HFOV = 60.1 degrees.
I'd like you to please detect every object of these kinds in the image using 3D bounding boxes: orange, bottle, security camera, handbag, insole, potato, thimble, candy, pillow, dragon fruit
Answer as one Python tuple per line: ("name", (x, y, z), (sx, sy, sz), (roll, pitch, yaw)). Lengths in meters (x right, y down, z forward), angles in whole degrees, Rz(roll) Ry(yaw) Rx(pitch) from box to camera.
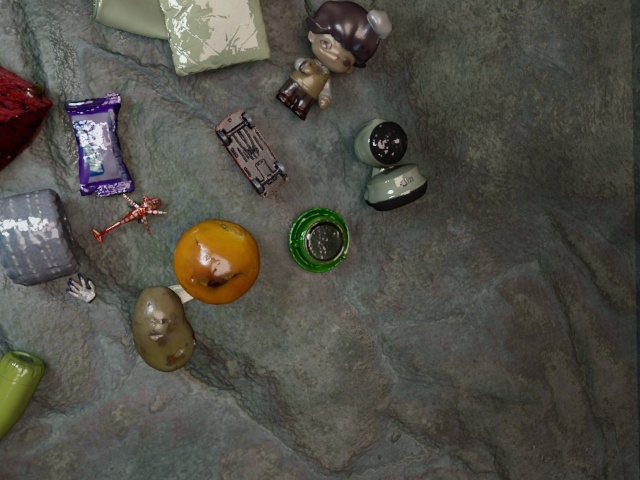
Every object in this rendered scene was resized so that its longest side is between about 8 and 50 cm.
("orange", (-0.289, 0.059, 1.562), (0.245, 0.246, 0.247), (-2, 96, -21))
("bottle", (-0.831, 0.427, 1.453), (0.112, 0.112, 0.260), (27, 85, -21))
("security camera", (0.209, -0.251, 1.750), (0.196, 0.191, 0.278), (-27, 103, -15))
("handbag", (-0.449, -0.669, 1.499), (0.315, 0.109, 0.242), (1, 96, -25))
("insole", (-0.403, 0.155, 1.647), (0.191, 0.010, 0.063), (-16, 101, -19))
("potato", (-0.449, 0.253, 1.561), (0.164, 0.165, 0.263), (-22, 113, -18))
("thimble", (-0.727, -0.006, 1.410), (0.172, 0.205, 0.237), (-16, 126, -14))
("candy", (-0.596, -0.256, 1.500), (0.145, 0.070, 0.276), (-9, 102, -14))
("pillow", (-0.293, -0.616, 1.514), (0.274, 0.076, 0.281), (-14, 107, -8))
("dragon fruit", (-0.829, -0.339, 1.313), (0.330, 0.240, 0.302), (51, 58, -25))

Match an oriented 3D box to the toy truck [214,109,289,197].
("toy truck", (-0.208, -0.253, 1.627), (0.107, 0.114, 0.253), (-39, 109, -12))

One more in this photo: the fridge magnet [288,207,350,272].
("fridge magnet", (0.000, 0.000, 1.745), (0.207, 0.088, 0.208), (-2, 96, -21))

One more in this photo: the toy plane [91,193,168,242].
("toy plane", (-0.529, -0.056, 1.546), (0.126, 0.077, 0.194), (40, 88, -16))

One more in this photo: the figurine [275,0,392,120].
("figurine", (0.019, -0.543, 1.637), (0.218, 0.206, 0.365), (37, 83, -6))

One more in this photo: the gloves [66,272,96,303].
("gloves", (-0.660, 0.133, 1.537), (0.086, 0.026, 0.064), (38, 80, -15))
